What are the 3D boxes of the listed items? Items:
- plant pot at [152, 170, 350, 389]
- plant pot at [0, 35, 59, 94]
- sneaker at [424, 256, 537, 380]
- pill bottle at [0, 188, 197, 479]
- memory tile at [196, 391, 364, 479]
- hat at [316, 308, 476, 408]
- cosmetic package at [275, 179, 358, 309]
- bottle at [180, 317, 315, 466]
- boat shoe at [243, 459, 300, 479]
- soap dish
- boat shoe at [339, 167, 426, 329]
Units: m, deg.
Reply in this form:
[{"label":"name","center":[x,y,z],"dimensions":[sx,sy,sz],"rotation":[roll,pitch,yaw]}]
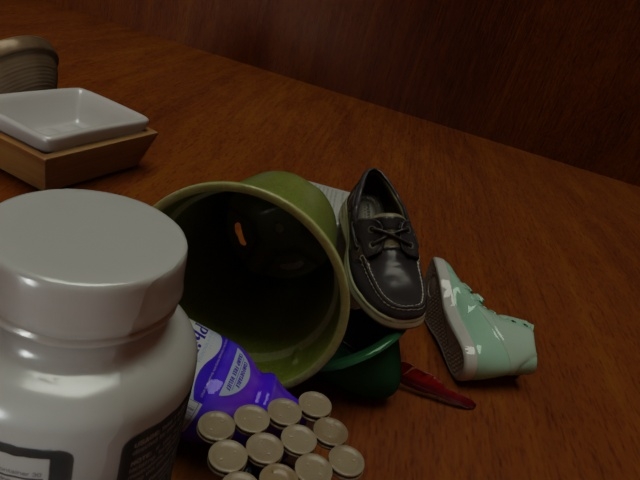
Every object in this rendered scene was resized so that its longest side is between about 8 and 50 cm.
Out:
[{"label":"plant pot","center":[-0.082,0.022,0.783],"dimensions":[0.276,0.276,0.254],"rotation":[19,22,3]},{"label":"plant pot","center":[-0.647,-0.315,1.208],"dimensions":[0.110,0.237,0.237],"rotation":[58,31,-4]},{"label":"sneaker","center":[0.265,0.129,0.961],"dimensions":[0.151,0.094,0.256],"rotation":[4,39,-12]},{"label":"pill bottle","center":[-0.194,0.130,0.445],"dimensions":[0.176,0.318,0.176],"rotation":[14,26,-7]},{"label":"memory tile","center":[-0.038,0.200,0.556],"dimensions":[0.148,0.012,0.113],"rotation":[-2,32,-30]},{"label":"hat","center":[0.074,0.206,0.793],"dimensions":[0.208,0.183,0.173],"rotation":[-13,15,29]},{"label":"cosmetic package","center":[0.000,0.000,0.993],"dimensions":[0.183,0.151,0.151],"rotation":[16,27,-1]},{"label":"bottle","center":[-0.134,0.157,0.630],"dimensions":[0.283,0.092,0.118],"rotation":[30,34,-8]},{"label":"boat shoe","center":[-0.017,0.284,0.517],"dimensions":[0.183,0.083,0.065],"rotation":[34,31,30]},{"label":"soap dish","center":[-0.506,-0.205,1.127],"dimensions":[0.229,0.118,0.291],"rotation":[25,28,16]},{"label":"boat shoe","center":[0.086,-0.001,0.808],"dimensions":[0.103,0.092,0.285],"rotation":[4,38,-10]}]
